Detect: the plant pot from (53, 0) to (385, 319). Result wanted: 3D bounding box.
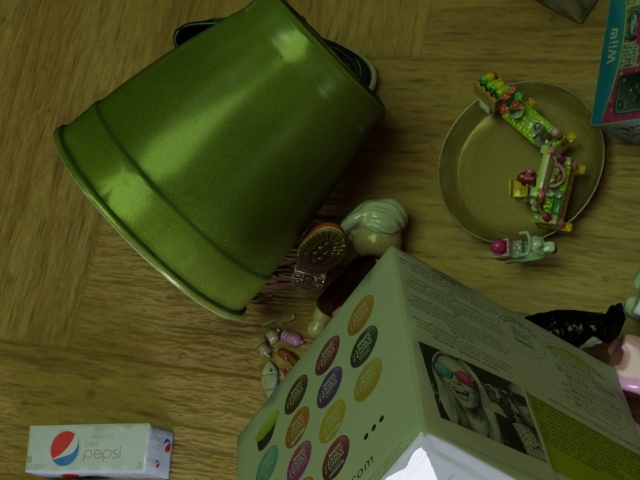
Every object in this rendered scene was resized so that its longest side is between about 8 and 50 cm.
[{"bbox_3d":[-0.110,-0.142,1.921,0.353,0.366,0.366,-43,59,8],"label":"plant pot"}]

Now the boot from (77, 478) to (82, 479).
[{"bbox_3d":[-0.327,0.445,2.004,0.197,0.073,0.152,28,83,29],"label":"boot"}]

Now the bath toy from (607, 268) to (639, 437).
[{"bbox_3d":[0.420,0.149,1.690,0.129,0.151,0.348,24,85,-2],"label":"bath toy"}]

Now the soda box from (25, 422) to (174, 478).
[{"bbox_3d":[-0.326,0.310,2.050,0.216,0.069,0.073,-5,70,27],"label":"soda box"}]

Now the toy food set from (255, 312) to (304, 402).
[{"bbox_3d":[-0.057,0.164,1.989,0.078,0.019,0.122,-18,65,21],"label":"toy food set"}]

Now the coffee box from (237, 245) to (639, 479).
[{"bbox_3d":[0.133,0.280,1.550,0.337,0.338,0.334,-52,22,26],"label":"coffee box"}]

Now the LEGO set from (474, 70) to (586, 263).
[{"bbox_3d":[0.267,-0.118,1.830,0.132,0.107,0.287,-15,67,22],"label":"LEGO set"}]

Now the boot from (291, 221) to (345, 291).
[{"bbox_3d":[0.000,0.000,1.894,0.059,0.158,0.084,19,62,-8],"label":"boot"}]

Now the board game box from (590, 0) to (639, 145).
[{"bbox_3d":[0.486,-0.246,1.721,0.303,0.098,0.224,-5,72,58],"label":"board game box"}]

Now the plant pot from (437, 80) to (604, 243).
[{"bbox_3d":[0.275,-0.103,1.903,0.236,0.032,0.236,-9,69,24],"label":"plant pot"}]

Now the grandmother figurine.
[{"bbox_3d":[0.053,0.102,1.904,0.208,0.104,0.342,-7,64,46],"label":"grandmother figurine"}]

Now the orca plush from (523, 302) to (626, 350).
[{"bbox_3d":[0.238,0.146,1.748,0.287,0.102,0.151,-23,44,44],"label":"orca plush"}]

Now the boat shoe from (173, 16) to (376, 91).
[{"bbox_3d":[-0.080,-0.274,2.099,0.340,0.113,0.127,21,83,31],"label":"boat shoe"}]

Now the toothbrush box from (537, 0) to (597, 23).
[{"bbox_3d":[0.360,-0.477,1.882,0.126,0.216,0.295,36,92,33],"label":"toothbrush box"}]
